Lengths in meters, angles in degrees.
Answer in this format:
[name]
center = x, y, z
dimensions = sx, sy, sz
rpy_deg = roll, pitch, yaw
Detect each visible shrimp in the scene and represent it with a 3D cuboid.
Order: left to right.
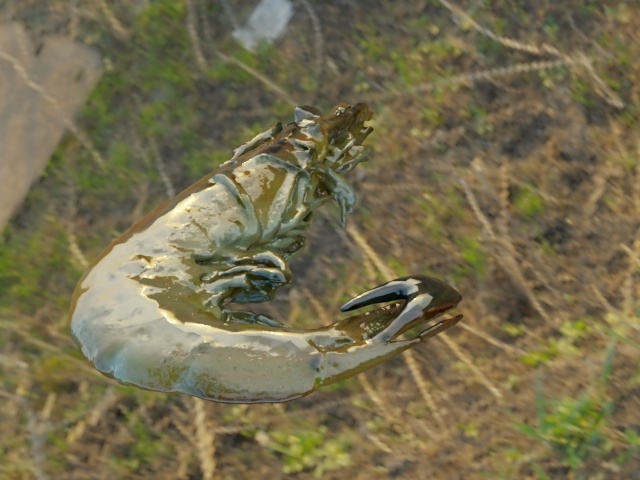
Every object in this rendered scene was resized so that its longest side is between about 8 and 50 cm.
[shrimp]
center = 0.000, -0.001, 0.561
dimensions = 0.124, 0.178, 0.034
rpy_deg = 13, 124, 32
